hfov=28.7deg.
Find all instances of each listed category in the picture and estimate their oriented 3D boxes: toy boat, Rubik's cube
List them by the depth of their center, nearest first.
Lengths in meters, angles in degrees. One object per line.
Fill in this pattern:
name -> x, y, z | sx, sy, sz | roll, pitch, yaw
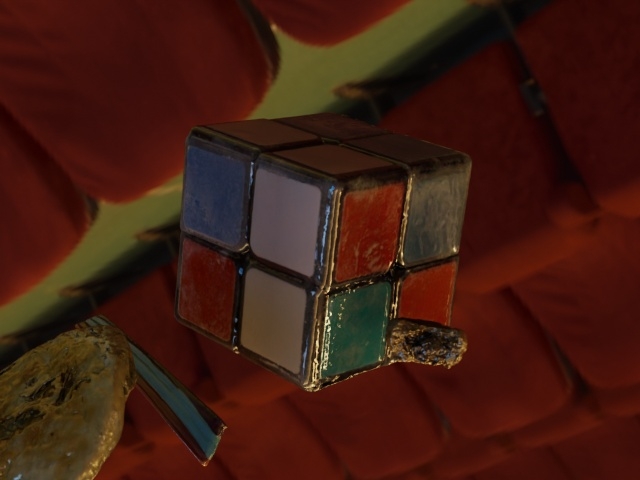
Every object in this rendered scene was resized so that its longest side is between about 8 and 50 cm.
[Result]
Rubik's cube -> 0.000, 0.000, 1.852 | 0.318, 0.313, 0.316 | -12, -155, -43
toy boat -> -0.300, 0.258, 2.226 | 0.079, 0.392, 0.136 | -46, 145, -11

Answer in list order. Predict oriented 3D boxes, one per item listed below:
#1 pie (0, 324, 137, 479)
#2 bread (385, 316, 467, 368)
pie -> -0.358, 0.233, 1.549 | 0.339, 0.077, 0.339 | -25, -145, 19
bread -> 0.143, 0.140, 1.705 | 0.113, 0.060, 0.082 | 9, 180, 5
